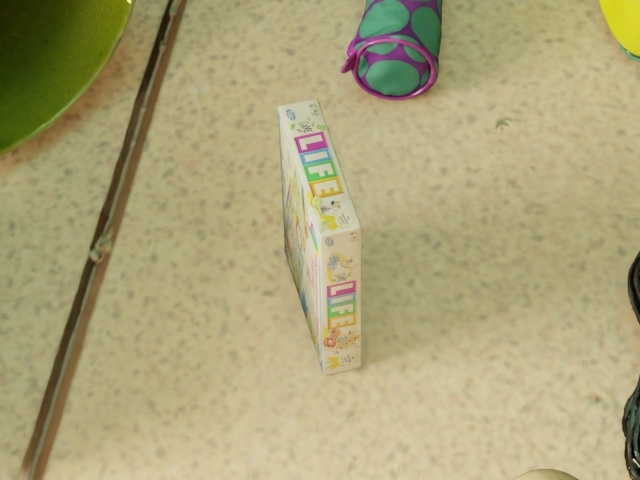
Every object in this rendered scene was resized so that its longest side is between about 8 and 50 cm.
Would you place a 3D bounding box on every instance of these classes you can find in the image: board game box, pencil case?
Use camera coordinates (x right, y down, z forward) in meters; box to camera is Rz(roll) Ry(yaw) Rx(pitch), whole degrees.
[{"bbox_3d":[0.000,0.000,1.200,0.026,0.154,0.103,-12,55,-8],"label":"board game box"},{"bbox_3d":[0.055,-0.176,1.381,0.070,0.064,0.151,11,53,-10],"label":"pencil case"}]

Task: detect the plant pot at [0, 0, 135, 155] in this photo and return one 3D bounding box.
[{"bbox_3d":[-0.318,-0.232,1.333,0.275,0.274,0.293,-36,45,-22],"label":"plant pot"}]

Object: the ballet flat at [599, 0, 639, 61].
[{"bbox_3d":[0.224,-0.235,1.411,0.077,0.077,0.231,-10,54,-5],"label":"ballet flat"}]

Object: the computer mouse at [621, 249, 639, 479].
[{"bbox_3d":[0.324,0.074,1.171,0.272,0.072,0.188,3,60,8],"label":"computer mouse"}]

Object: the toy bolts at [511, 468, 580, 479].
[{"bbox_3d":[0.183,0.213,1.038,0.218,0.158,0.228,-34,60,-21],"label":"toy bolts"}]
